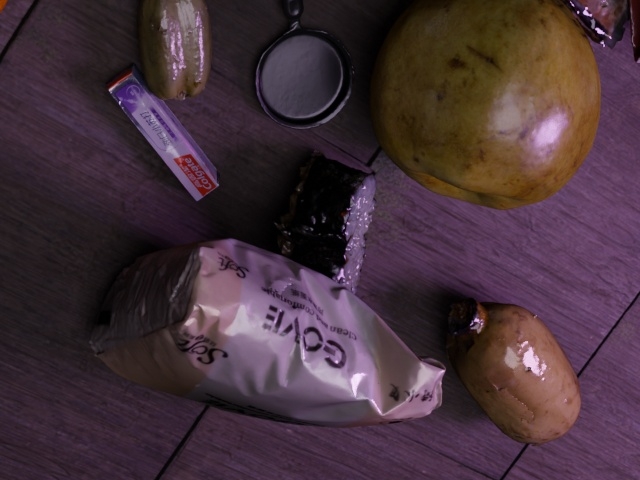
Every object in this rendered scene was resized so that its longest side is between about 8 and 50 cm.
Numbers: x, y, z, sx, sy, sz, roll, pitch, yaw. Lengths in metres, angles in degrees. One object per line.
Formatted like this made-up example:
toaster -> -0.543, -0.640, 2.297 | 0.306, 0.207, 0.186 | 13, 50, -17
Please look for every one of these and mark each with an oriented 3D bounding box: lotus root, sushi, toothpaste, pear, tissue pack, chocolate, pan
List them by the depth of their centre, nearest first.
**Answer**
lotus root -> -0.182, -0.262, 1.609 | 0.090, 0.077, 0.183 | -14, 119, -18
pear -> 0.211, -0.195, 1.649 | 0.304, 0.304, 0.304 | -6, 114, -14
tissue pack -> -0.073, 0.130, 1.672 | 0.375, 0.390, 0.195 | 25, 71, -20
toothpaste -> -0.201, -0.139, 1.679 | 0.047, 0.040, 0.196 | -35, 118, 3
pan -> -0.028, -0.258, 1.685 | 0.136, 0.028, 0.235 | -14, 119, -11
chocolate -> 0.299, -0.386, 1.712 | 0.329, 0.065, 0.102 | 39, 77, -28
sushi -> 0.000, 0.000, 1.737 | 0.115, 0.147, 0.212 | 15, 120, 11
lotus root -> 0.276, 0.184, 1.893 | 0.160, 0.146, 0.284 | -20, 127, 35

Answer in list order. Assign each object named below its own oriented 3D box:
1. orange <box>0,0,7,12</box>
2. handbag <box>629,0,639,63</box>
orange -> -0.460, -0.310, 1.413 | 0.246, 0.246, 0.246 | -6, 114, -14
handbag -> 0.497, -0.382, 1.723 | 0.171, 0.151, 0.298 | -4, 115, -20
